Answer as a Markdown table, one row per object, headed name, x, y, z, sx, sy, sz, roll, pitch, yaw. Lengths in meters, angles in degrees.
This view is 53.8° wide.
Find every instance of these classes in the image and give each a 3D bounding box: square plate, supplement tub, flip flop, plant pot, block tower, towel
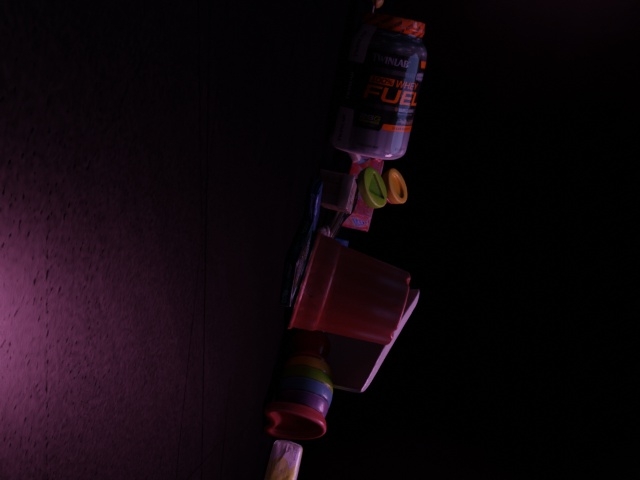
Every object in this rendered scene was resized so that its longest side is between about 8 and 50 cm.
| name | x | y | z | sx | sy | sz | roll | pitch | yaw |
| --- | --- | --- | --- | --- | --- | --- | --- | --- | --- |
| square plate | 0.110 | 0.292 | 1.837 | 0.344 | 0.049 | 0.347 | -13 | -143 | 57 |
| supplement tub | 0.148 | -0.389 | 1.597 | 0.207 | 0.207 | 0.338 | -63 | 164 | -72 |
| flip flop | 0.059 | -0.105 | 2.134 | 0.277 | 0.080 | 0.112 | -58 | 165 | -22 |
| plant pot | 0.079 | 0.141 | 1.649 | 0.272 | 0.265 | 0.272 | 18 | 90 | -90 |
| block tower | 0.046 | -0.133 | 1.763 | 0.335 | 0.097 | 0.091 | -3 | 106 | -87 |
| towel | -0.017 | -0.085 | 1.511 | 0.067 | 0.029 | 0.119 | -72 | 172 | -46 |

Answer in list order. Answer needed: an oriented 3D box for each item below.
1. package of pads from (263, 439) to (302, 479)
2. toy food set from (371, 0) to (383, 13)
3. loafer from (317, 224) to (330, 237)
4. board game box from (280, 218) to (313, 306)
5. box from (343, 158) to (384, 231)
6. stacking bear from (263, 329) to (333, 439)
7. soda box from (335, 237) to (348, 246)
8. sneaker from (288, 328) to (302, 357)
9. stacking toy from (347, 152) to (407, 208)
| name | x | y | z | sx | sy | sz | roll | pitch | yaw |
| --- | --- | --- | --- | --- | --- | --- | --- | --- | --- |
| package of pads | -0.134 | 0.792 | 2.015 | 0.229 | 0.101 | 0.296 | 93 | 10 | -71 |
| toy food set | 0.192 | -0.807 | 2.017 | 0.192 | 0.038 | 0.132 | -40 | 142 | -82 |
| loafer | 0.000 | 0.000 | 1.941 | 0.125 | 0.039 | 0.045 | 101 | -29 | -50 |
| board game box | -0.053 | 0.049 | 1.453 | 0.186 | 0.026 | 0.126 | -70 | 172 | -58 |
| box | 0.181 | -0.212 | 2.823 | 0.154 | 0.142 | 0.300 | 94 | 10 | -65 |
| stacking bear | -0.044 | 0.364 | 1.691 | 0.175 | 0.164 | 0.289 | 97 | 3 | -50 |
| soda box | 0.067 | 0.095 | 2.745 | 0.071 | 0.067 | 0.210 | 95 | 9 | -55 |
| sneaker | -0.045 | 0.277 | 1.858 | 0.087 | 0.083 | 0.221 | -23 | 124 | -78 |
| stacking toy | 0.133 | -0.227 | 2.037 | 0.279 | 0.130 | 0.309 | -33 | 101 | -56 |
